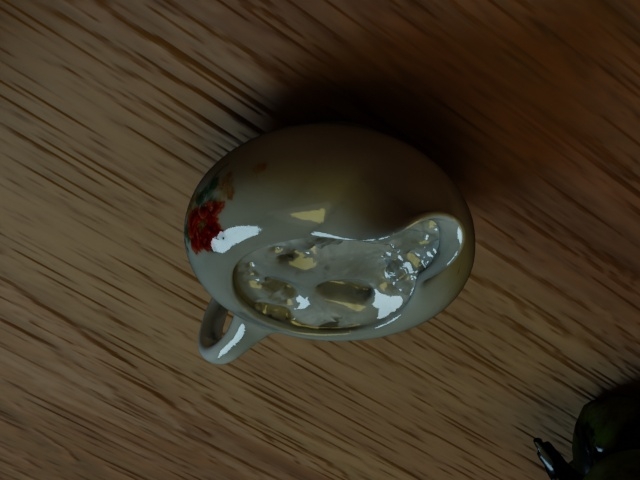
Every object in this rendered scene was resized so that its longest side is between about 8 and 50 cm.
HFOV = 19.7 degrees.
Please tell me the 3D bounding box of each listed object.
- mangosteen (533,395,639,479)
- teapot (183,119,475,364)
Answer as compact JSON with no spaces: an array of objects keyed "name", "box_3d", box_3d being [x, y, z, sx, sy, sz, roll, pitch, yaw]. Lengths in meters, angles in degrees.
[{"name":"mangosteen","box_3d":[0.226,0.205,1.121,0.243,0.243,0.243,4,148,3]},{"name":"teapot","box_3d":[0.000,0.000,0.929,0.145,0.092,0.226,24,145,-22]}]
